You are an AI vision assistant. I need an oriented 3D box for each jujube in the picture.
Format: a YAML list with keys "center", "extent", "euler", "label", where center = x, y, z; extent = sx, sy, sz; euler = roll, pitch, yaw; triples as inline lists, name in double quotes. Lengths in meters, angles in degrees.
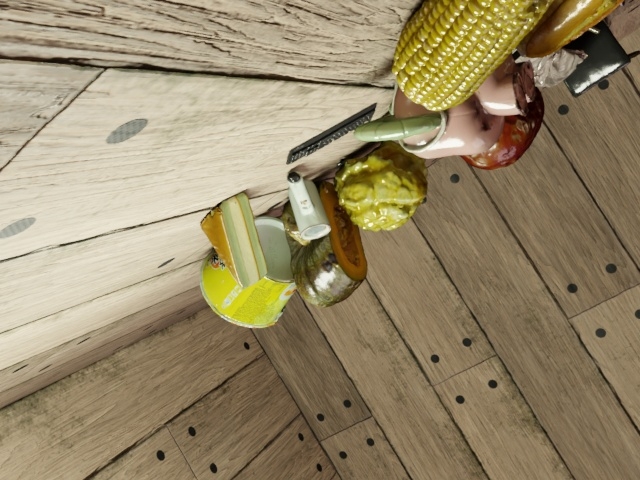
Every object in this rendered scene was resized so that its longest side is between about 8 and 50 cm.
- center: [0.491, -0.330, 1.921]
  extent: [0.318, 0.223, 0.223]
  euler: [-42, -177, -35]
  label: "jujube"

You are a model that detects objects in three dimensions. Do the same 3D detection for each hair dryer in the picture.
- center: [-0.046, -0.101, 1.553]
  extent: [0.073, 0.131, 0.236]
  euler: [-21, 157, 5]
  label: "hair dryer"

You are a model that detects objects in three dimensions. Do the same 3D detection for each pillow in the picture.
- center: [0.541, -0.428, 1.709]
  extent: [0.248, 0.049, 0.135]
  euler: [-2, 151, -37]
  label: "pillow"

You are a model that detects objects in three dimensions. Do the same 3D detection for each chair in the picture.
- center: [0.701, -0.491, 1.837]
  extent: [0.188, 0.166, 0.272]
  euler: [-35, 176, 42]
  label: "chair"

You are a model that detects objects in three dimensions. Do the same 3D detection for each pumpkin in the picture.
- center: [0.000, 0.000, 1.737]
  extent: [0.139, 0.317, 0.221]
  euler: [-23, 149, 28]
  label: "pumpkin"

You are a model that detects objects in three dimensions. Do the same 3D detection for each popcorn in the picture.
- center: [0.147, -0.142, 1.735]
  extent: [0.249, 0.225, 0.249]
  euler: [-44, -173, 7]
  label: "popcorn"

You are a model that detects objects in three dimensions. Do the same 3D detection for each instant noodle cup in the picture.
- center: [-0.160, 0.070, 1.815]
  extent: [0.264, 0.264, 0.200]
  euler: [-28, 165, -46]
  label: "instant noodle cup"

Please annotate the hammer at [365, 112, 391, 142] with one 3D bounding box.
- center: [0.208, -0.294, 1.407]
  extent: [0.365, 0.044, 0.111]
  euler: [-33, 178, 44]
  label: "hammer"

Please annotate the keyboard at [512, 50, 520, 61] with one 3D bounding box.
- center: [0.388, -0.376, 1.477]
  extent: [0.381, 0.041, 0.103]
  euler: [-36, 179, -27]
  label: "keyboard"

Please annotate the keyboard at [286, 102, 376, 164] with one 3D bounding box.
- center: [0.022, -0.199, 1.321]
  extent: [0.196, 0.015, 0.074]
  euler: [-31, 176, -13]
  label: "keyboard"

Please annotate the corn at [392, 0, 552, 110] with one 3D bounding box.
- center: [0.186, -0.267, 0.865]
  extent: [0.130, 0.130, 0.347]
  euler: [-30, 176, -23]
  label: "corn"

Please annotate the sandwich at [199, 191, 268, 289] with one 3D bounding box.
- center: [-0.156, 0.002, 1.393]
  extent: [0.079, 0.163, 0.113]
  euler: [-30, 175, -33]
  label: "sandwich"

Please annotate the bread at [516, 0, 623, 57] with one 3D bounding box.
- center: [0.399, -0.392, 1.051]
  extent: [0.152, 0.119, 0.288]
  euler: [-34, 178, -27]
  label: "bread"

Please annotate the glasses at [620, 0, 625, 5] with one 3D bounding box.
- center: [0.622, -0.545, 1.578]
  extent: [0.103, 0.063, 0.140]
  euler: [-5, -164, 42]
  label: "glasses"

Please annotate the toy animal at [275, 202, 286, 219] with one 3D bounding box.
- center: [-0.093, -0.072, 1.941]
  extent: [0.075, 0.041, 0.217]
  euler: [-33, 172, 9]
  label: "toy animal"

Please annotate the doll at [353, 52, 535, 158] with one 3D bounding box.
- center: [0.199, -0.243, 1.128]
  extent: [0.268, 0.217, 0.284]
  euler: [-8, -159, 31]
  label: "doll"
